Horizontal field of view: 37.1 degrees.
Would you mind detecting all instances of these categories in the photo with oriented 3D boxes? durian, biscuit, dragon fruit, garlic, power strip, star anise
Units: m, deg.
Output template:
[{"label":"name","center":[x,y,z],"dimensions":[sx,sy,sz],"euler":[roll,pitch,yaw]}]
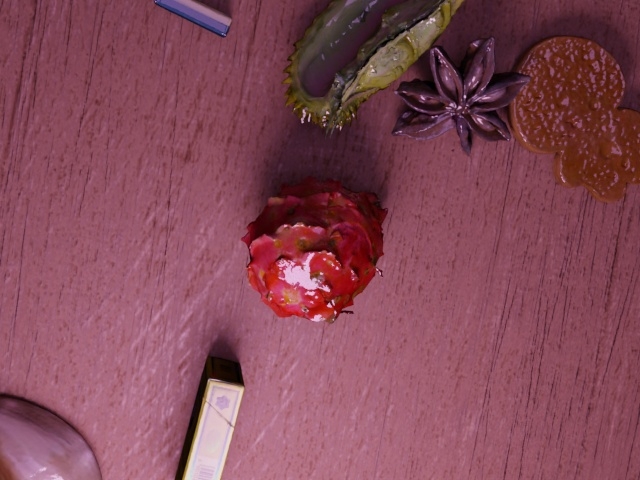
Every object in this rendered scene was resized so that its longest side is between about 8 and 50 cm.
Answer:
[{"label":"durian","center":[0.083,-0.308,1.417],"dimensions":[0.352,0.169,0.158],"euler":[-42,101,-1]},{"label":"biscuit","center":[0.421,-0.195,1.542],"dimensions":[0.202,0.044,0.288],"euler":[-42,102,0]},{"label":"dragon fruit","center":[0.000,0.000,1.434],"dimensions":[0.268,0.210,0.205],"euler":[-39,128,-39]},{"label":"garlic","center":[-0.458,0.333,1.468],"dimensions":[0.318,0.112,0.143],"euler":[36,94,0]},{"label":"power strip","center":[-0.192,-0.346,1.433],"dimensions":[0.123,0.056,0.032],"euler":[24,95,-9]},{"label":"star anise","center":[0.218,-0.229,1.472],"dimensions":[0.212,0.073,0.197],"euler":[13,123,-16]}]

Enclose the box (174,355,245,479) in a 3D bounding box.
[{"label":"box","center":[-0.173,0.302,1.474],"dimensions":[0.064,0.141,0.220],"euler":[16,95,-9]}]
